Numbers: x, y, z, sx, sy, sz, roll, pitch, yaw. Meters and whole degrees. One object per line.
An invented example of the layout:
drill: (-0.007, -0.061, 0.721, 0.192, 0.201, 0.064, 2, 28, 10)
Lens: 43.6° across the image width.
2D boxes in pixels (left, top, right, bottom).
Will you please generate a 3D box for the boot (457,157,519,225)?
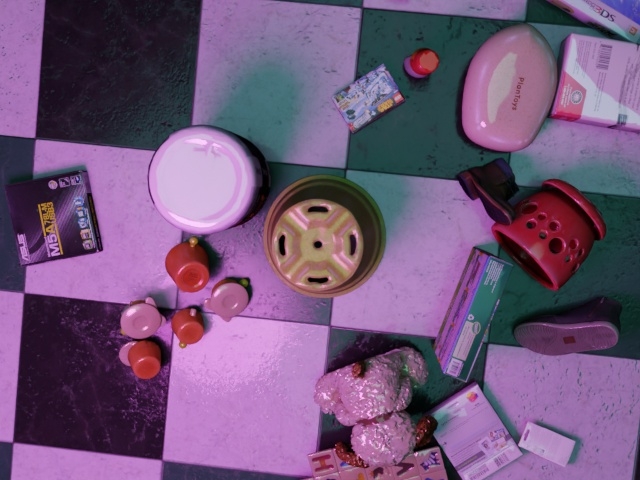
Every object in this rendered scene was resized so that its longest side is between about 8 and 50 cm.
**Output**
boot: (0.373, -0.111, 1.661, 0.106, 0.219, 0.082, -30, 123, -1)

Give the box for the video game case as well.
video game case: (0.623, -0.584, 1.683, 0.244, 0.061, 0.269, 31, 95, 0)

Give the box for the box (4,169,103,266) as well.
box: (-0.599, -0.049, 1.799, 0.184, 0.045, 0.190, -10, 93, 2)

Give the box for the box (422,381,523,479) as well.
box: (0.337, 0.431, 1.779, 0.145, 0.038, 0.186, -34, 92, 4)

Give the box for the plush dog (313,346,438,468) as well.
plush dog: (0.123, 0.362, 1.689, 0.262, 0.210, 0.225, -20, 80, 3)

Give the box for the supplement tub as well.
supplement tub: (-0.212, -0.122, 1.624, 0.207, 0.338, 0.207, 0, 94, 3)

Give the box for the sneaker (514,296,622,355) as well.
sneaker: (0.541, 0.185, 1.739, 0.222, 0.118, 0.083, -4, 115, 31)

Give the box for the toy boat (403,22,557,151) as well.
toy boat: (0.335, -0.342, 1.688, 0.318, 0.148, 0.267, 16, 100, -5)

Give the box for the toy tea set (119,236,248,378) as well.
toy tea set: (-0.332, 0.149, 1.783, 0.336, 0.124, 0.200, -40, 120, 2)

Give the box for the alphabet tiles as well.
alphabet tiles: (0.117, 0.572, 1.782, 0.342, 0.011, 0.285, -14, 106, 3)

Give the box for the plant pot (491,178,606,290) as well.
plant pot: (0.483, -0.017, 1.669, 0.174, 0.191, 0.191, -42, 91, -2)

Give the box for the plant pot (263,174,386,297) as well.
plant pot: (0.000, 0.000, 1.662, 0.276, 0.254, 0.276, 0, 94, 4)

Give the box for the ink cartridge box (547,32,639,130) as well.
ink cartridge box: (0.617, -0.325, 1.680, 0.237, 0.100, 0.172, 11, 94, 4)

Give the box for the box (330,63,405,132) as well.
box: (0.104, -0.309, 1.748, 0.137, 0.027, 0.094, -31, 90, 5)

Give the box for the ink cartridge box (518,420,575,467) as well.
ink cartridge box: (0.497, 0.449, 1.770, 0.115, 0.029, 0.063, 24, 83, 2)

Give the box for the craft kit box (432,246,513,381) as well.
craft kit box: (0.309, 0.144, 1.658, 0.061, 0.246, 0.250, 21, 95, -1)
